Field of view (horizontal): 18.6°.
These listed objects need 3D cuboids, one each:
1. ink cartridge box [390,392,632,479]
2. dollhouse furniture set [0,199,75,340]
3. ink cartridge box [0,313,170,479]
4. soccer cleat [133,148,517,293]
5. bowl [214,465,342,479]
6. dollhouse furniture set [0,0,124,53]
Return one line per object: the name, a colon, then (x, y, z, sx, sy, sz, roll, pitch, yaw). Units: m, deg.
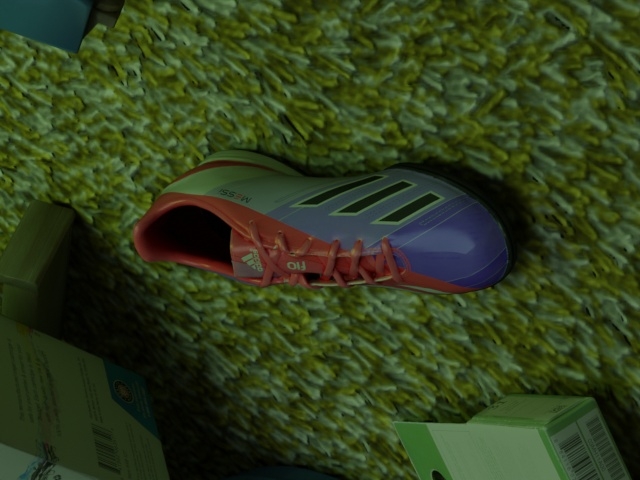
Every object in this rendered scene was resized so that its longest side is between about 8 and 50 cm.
ink cartridge box: (0.163, 0.203, 1.516, 0.171, 0.056, 0.235, 64, 157, -9)
dollhouse furniture set: (-0.358, 0.034, 1.767, 0.242, 0.212, 0.161, 15, 130, 3)
ink cartridge box: (-0.275, 0.185, 1.671, 0.168, 0.233, 0.171, -46, 36, 22)
soccer cleat: (0.000, 0.000, 1.484, 0.318, 0.116, 0.108, 10, 122, 38)
bowl: (0.005, 0.375, 1.748, 0.391, 0.077, 0.391, 22, 128, 31)
dollhouse furniture set: (-0.240, -0.324, 1.450, 0.303, 0.286, 0.198, 20, 124, -4)
